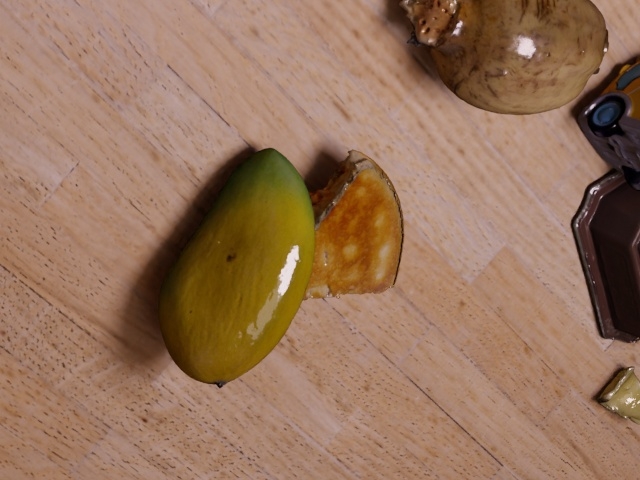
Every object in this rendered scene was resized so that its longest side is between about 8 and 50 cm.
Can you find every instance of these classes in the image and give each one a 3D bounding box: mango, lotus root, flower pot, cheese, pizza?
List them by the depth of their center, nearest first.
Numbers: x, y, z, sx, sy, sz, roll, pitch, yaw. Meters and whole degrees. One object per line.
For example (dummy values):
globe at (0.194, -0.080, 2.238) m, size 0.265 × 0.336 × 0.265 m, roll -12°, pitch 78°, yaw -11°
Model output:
mango at (-0.075, 0.031, 1.818) m, size 0.237 × 0.137 × 0.091 m, roll -58°, pitch 163°, yaw 6°
lotus root at (0.207, -0.209, 1.876) m, size 0.257 × 0.140 × 0.154 m, roll 1°, pitch 120°, yaw -40°
pizza at (0.000, 0.000, 1.901) m, size 0.193 × 0.053 × 0.201 m, roll -26°, pitch 137°, yaw -22°
flower pot at (0.408, 0.020, 2.163) m, size 0.179 × 0.084 × 0.251 m, roll -32°, pitch 127°, yaw -16°
cheese at (0.383, 0.195, 2.267) m, size 0.084 × 0.041 × 0.060 m, roll 42°, pitch 81°, yaw -29°

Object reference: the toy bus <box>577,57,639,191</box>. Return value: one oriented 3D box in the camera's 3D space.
toy bus at (0.399, -0.125, 2.008) m, size 0.136 × 0.209 × 0.126 m, roll -52°, pitch 130°, yaw -12°
